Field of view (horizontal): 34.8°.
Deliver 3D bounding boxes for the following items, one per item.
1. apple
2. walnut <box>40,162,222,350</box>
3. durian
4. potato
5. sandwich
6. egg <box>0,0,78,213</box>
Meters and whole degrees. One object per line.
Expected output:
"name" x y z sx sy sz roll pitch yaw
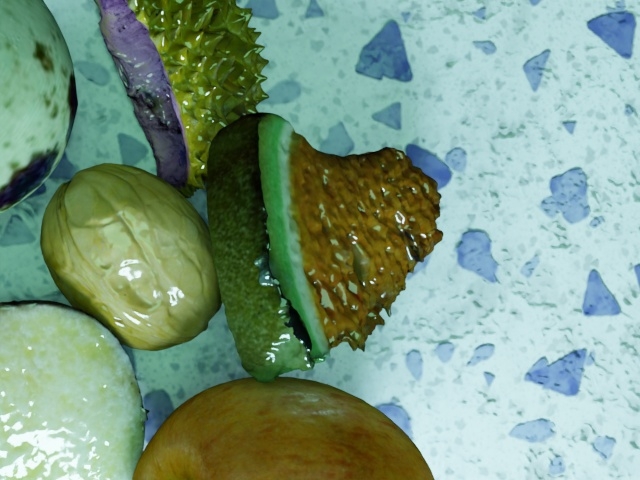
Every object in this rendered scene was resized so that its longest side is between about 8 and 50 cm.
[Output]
"apple" -0.038 0.278 0.981 0.275 0.299 0.299 23 85 -26
"walnut" -0.186 0.018 1.026 0.159 0.159 0.207 -44 102 -9
"durian" -0.132 -0.191 1.063 0.186 0.153 0.261 -39 107 -34
"potato" -0.296 0.190 1.011 0.239 0.116 0.299 -1 104 -21
"sandwich" 0.000 0.000 1.055 0.301 0.162 0.251 -9 83 -44
"egg" -0.407 -0.155 0.910 0.379 0.287 0.288 13 87 0
